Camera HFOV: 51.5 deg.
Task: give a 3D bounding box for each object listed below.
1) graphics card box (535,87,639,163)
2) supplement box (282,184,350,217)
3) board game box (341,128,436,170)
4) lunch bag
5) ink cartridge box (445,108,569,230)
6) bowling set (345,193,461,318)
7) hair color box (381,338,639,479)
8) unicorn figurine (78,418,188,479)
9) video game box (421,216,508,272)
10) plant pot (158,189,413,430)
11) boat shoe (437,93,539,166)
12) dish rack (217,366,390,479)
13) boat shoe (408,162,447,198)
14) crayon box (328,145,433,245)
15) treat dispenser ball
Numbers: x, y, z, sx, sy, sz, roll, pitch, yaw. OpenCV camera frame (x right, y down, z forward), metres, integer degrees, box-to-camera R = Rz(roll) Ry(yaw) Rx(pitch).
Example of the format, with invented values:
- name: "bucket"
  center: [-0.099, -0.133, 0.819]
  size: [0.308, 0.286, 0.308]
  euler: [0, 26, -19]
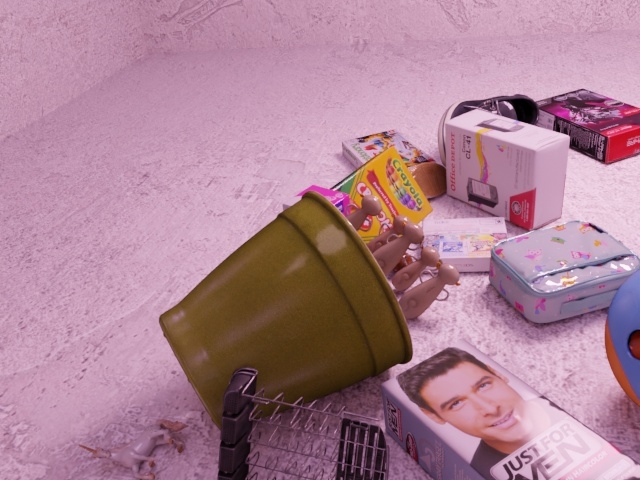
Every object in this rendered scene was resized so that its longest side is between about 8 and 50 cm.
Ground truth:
- name: "graphics card box"
  center: [0.849, -0.364, 2.058]
  size: [0.232, 0.094, 0.371]
  euler: [-17, 31, -15]
- name: "supplement box"
  center: [0.000, 0.000, 1.515]
  size: [0.114, 0.220, 0.111]
  euler: [17, 39, 36]
- name: "board game box"
  center: [0.207, -0.258, 2.068]
  size: [0.193, 0.053, 0.305]
  euler: [-16, 31, -12]
- name: "lunch bag"
  center: [0.519, 0.062, 1.398]
  size: [0.279, 0.108, 0.224]
  euler: [-15, 31, -12]
- name: "ink cartridge box"
  center: [0.473, -0.189, 1.719]
  size: [0.131, 0.226, 0.306]
  euler: [-24, 33, -28]
- name: "bowling set"
  center: [0.182, 0.014, 1.463]
  size: [0.154, 0.287, 0.200]
  euler: [-44, -7, 21]
- name: "hair color box"
  center: [0.278, 0.319, 1.016]
  size: [0.185, 0.114, 0.374]
  euler: [-23, 33, -24]
- name: "unicorn figurine"
  center: [-0.314, 0.362, 1.148]
  size: [0.111, 0.060, 0.162]
  euler: [14, 21, 33]
- name: "video game box"
  center: [0.346, 0.009, 1.591]
  size: [0.205, 0.048, 0.187]
  euler: [-2, 28, 11]
- name: "plant pot"
  center: [-0.084, 0.152, 1.199]
  size: [0.353, 0.366, 0.366]
  euler: [-29, 35, -12]
- name: "boat shoe"
  center: [0.507, -0.342, 1.987]
  size: [0.156, 0.187, 0.500]
  euler: [2, 20, 42]
- name: "dish rack"
  center: [-0.029, 0.323, 1.002]
  size: [0.271, 0.208, 0.074]
  euler: [10, 15, 15]
- name: "boat shoe"
  center: [0.242, -0.149, 1.837]
  size: [0.277, 0.098, 0.096]
  euler: [-16, -2, -36]
- name: "crayon box"
  center: [0.150, -0.098, 1.646]
  size: [0.318, 0.202, 0.081]
  euler: [-40, 9, -38]
- name: "treat dispenser ball"
  center: [0.601, 0.157, 1.041]
  size: [0.288, 0.288, 0.288]
  euler: [-6, 30, 3]
